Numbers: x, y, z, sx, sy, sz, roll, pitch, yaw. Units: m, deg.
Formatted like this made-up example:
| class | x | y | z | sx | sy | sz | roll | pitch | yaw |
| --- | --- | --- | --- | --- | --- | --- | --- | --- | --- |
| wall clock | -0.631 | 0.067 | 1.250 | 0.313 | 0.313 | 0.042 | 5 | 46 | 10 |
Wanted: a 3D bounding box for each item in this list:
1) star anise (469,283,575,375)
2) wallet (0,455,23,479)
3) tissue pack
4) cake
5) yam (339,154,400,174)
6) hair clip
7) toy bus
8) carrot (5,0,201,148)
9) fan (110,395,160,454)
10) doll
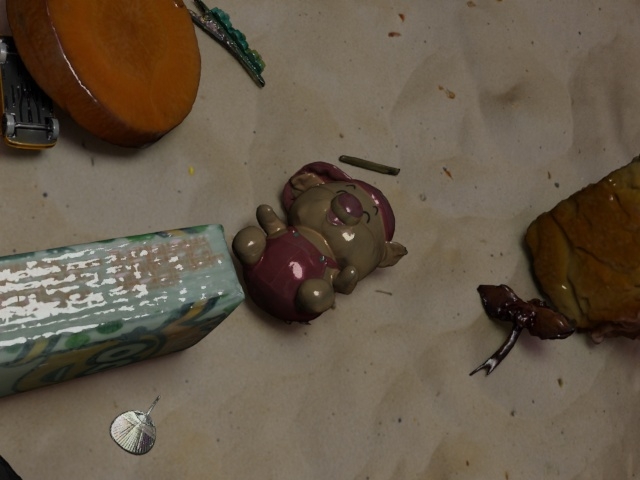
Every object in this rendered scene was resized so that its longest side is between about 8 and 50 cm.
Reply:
| class | x | y | z | sx | sy | sz | roll | pitch | yaw |
| --- | --- | --- | --- | --- | --- | --- | --- | --- | --- |
| star anise | 0.315 | 0.154 | 1.407 | 0.141 | 0.158 | 0.144 | 14 | 99 | -11 |
| wallet | -0.468 | 0.335 | 0.976 | 0.146 | 0.030 | 0.285 | 51 | 57 | -5 |
| tissue pack | -0.274 | 0.086 | 1.048 | 0.311 | 0.228 | 0.127 | -12 | 76 | -30 |
| cake | 0.561 | 0.005 | 1.448 | 0.307 | 0.314 | 0.293 | -15 | 81 | -39 |
| yam | 0.079 | -0.121 | 1.423 | 0.107 | 0.014 | 0.014 | 12 | 67 | -22 |
| hair clip | -0.137 | -0.312 | 1.370 | 0.173 | 0.049 | 0.049 | 46 | 59 | -2 |
| toy bus | -0.398 | -0.190 | 1.180 | 0.070 | 0.074 | 0.162 | 1 | 69 | -34 |
| carrot | -0.286 | -0.273 | 1.211 | 0.258 | 0.100 | 0.307 | -16 | 80 | -50 |
| fan | -0.230 | 0.243 | 1.141 | 0.080 | 0.003 | 0.060 | -23 | 83 | -31 |
| doll | 0.002 | -0.001 | 1.262 | 0.256 | 0.152 | 0.196 | -41 | 105 | -36 |
